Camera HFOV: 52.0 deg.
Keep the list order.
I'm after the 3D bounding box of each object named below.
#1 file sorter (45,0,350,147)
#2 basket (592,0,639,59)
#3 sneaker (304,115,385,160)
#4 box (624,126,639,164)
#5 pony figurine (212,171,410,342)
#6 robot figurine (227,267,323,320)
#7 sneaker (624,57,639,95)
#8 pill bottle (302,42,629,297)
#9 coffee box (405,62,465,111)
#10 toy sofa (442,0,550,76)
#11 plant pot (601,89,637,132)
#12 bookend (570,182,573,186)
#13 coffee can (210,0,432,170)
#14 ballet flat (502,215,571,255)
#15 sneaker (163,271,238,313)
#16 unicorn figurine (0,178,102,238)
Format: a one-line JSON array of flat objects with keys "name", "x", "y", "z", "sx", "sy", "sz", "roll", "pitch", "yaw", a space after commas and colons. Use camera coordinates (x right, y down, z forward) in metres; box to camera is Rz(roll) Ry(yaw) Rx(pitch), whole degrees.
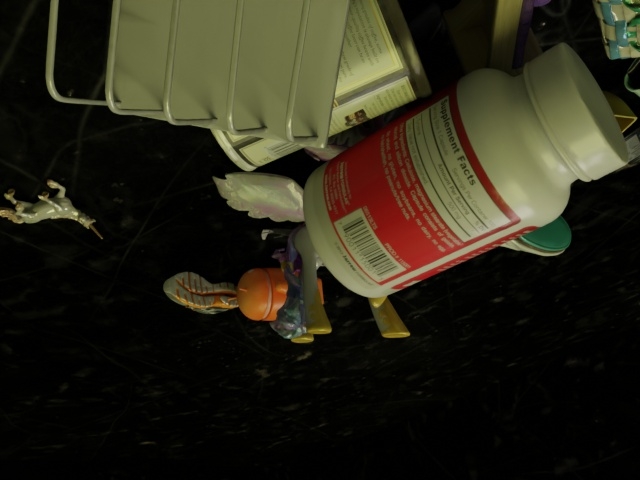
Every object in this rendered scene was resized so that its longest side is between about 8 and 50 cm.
[{"name": "file sorter", "x": -0.126, "y": -0.217, "z": 0.718, "sx": 0.277, "sy": 0.193, "sz": 0.173, "roll": 11, "pitch": -168, "yaw": 8}, {"name": "basket", "x": 0.473, "y": -0.336, "z": 0.774, "sx": 0.288, "sy": 0.201, "sz": 0.255, "roll": -9, "pitch": 144, "yaw": 31}, {"name": "sneaker", "x": -0.009, "y": -0.180, "z": 1.105, "sx": 0.236, "sy": 0.095, "sz": 0.104, "roll": 2, "pitch": 154, "yaw": -29}, {"name": "box", "x": 0.749, "y": -0.239, "z": 1.263, "sx": 0.216, "sy": 0.060, "sz": 0.270, "roll": -14, "pitch": 169, "yaw": -9}, {"name": "pony figurine", "x": 0.000, "y": 0.000, "z": 1.225, "sx": 0.350, "sy": 0.364, "sz": 0.303, "roll": -7, "pitch": 161, "yaw": 19}, {"name": "robot figurine", "x": -0.102, "y": 0.126, "z": 1.552, "sx": 0.219, "sy": 0.158, "sz": 0.128, "roll": 2, "pitch": 113, "yaw": -26}, {"name": "sneaker", "x": 0.654, "y": -0.323, "z": 1.126, "sx": 0.151, "sy": 0.094, "sz": 0.256, "roll": 2, "pitch": 150, "yaw": -38}, {"name": "pill bottle", "x": 0.191, "y": -0.090, "z": 0.919, "sx": 0.407, "sy": 0.229, "sz": 0.229, "roll": -28, "pitch": 148, "yaw": 33}, {"name": "coffee box", "x": 0.282, "y": -0.158, "z": 1.185, "sx": 0.118, "sy": 0.168, "sz": 0.297, "roll": -28, "pitch": 149, "yaw": 23}, {"name": "toy sofa", "x": 0.258, "y": -0.377, "z": 0.814, "sx": 0.177, "sy": 0.150, "sz": 0.362, "roll": -13, "pitch": 151, "yaw": 1}, {"name": "plant pot", "x": 0.523, "y": -0.238, "z": 1.235, "sx": 0.081, "sy": 0.083, "sz": 0.081, "roll": 0, "pitch": 148, "yaw": -25}, {"name": "bookend", "x": 0.427, "y": -0.201, "z": 1.184, "sx": 0.072, "sy": 0.157, "sz": 0.156, "roll": -7, "pitch": 151, "yaw": -13}, {"name": "coffee can", "x": -0.014, "y": -0.237, "z": 0.885, "sx": 0.275, "sy": 0.202, "sz": 0.201, "roll": -21, "pitch": 150, "yaw": 13}, {"name": "ballet flat", "x": 0.400, "y": -0.045, "z": 1.500, "sx": 0.400, "sy": 0.139, "sz": 0.139, "roll": 12, "pitch": 142, "yaw": -31}, {"name": "sneaker", "x": -0.284, "y": 0.134, "z": 1.536, "sx": 0.083, "sy": 0.084, "sz": 0.215, "roll": -27, "pitch": 149, "yaw": 31}, {"name": "unicorn figurine", "x": -0.476, "y": -0.056, "z": 1.156, "sx": 0.161, "sy": 0.060, "sz": 0.111, "roll": 1, "pitch": 152, "yaw": 6}]
